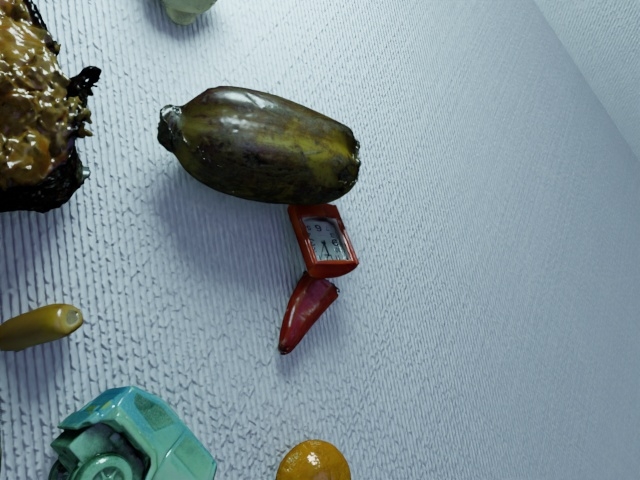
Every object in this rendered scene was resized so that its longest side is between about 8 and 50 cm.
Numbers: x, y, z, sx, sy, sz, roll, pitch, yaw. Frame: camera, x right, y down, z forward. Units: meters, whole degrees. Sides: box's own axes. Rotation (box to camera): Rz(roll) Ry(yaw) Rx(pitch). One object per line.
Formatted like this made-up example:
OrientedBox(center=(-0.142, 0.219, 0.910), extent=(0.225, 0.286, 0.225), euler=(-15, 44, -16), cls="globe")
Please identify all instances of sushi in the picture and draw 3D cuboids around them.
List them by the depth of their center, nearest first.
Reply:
OrientedBox(center=(-0.419, -0.211, 0.611), extent=(0.234, 0.207, 0.349), euler=(-18, 85, -32), cls="sushi")

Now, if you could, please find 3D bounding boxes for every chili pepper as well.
OrientedBox(center=(-0.035, 0.148, 0.887), extent=(0.088, 0.065, 0.169), euler=(34, 63, -4), cls="chili pepper")

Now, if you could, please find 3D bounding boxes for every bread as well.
OrientedBox(center=(-0.396, 0.120, 0.644), extent=(0.062, 0.103, 0.049), euler=(-69, 143, -76), cls="bread")

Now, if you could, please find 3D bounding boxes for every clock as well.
OrientedBox(center=(0.000, 0.000, 0.913), extent=(0.113, 0.061, 0.155), euler=(2, 54, -34), cls="clock")

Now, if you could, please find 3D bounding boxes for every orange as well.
OrientedBox(center=(-0.008, 0.422, 0.799), extent=(0.135, 0.117, 0.136), euler=(14, 68, -39), cls="orange")

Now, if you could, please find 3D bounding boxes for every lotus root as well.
OrientedBox(center=(-0.095, -0.170, 0.838), extent=(0.397, 0.179, 0.196), euler=(7, 59, -27), cls="lotus root")

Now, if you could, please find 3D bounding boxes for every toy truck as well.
OrientedBox(center=(-0.242, 0.341, 0.631), extent=(0.279, 0.155, 0.156), euler=(55, 46, -11), cls="toy truck")

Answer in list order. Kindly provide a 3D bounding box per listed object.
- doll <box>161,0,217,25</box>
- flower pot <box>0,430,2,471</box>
OrientedBox(center=(-0.293, -0.559, 0.838), extent=(0.175, 0.149, 0.278), euler=(-43, 92, -2), cls="doll")
OrientedBox(center=(-0.478, 0.133, 0.443), extent=(0.293, 0.293, 0.331), euler=(-17, 96, -37), cls="flower pot")
